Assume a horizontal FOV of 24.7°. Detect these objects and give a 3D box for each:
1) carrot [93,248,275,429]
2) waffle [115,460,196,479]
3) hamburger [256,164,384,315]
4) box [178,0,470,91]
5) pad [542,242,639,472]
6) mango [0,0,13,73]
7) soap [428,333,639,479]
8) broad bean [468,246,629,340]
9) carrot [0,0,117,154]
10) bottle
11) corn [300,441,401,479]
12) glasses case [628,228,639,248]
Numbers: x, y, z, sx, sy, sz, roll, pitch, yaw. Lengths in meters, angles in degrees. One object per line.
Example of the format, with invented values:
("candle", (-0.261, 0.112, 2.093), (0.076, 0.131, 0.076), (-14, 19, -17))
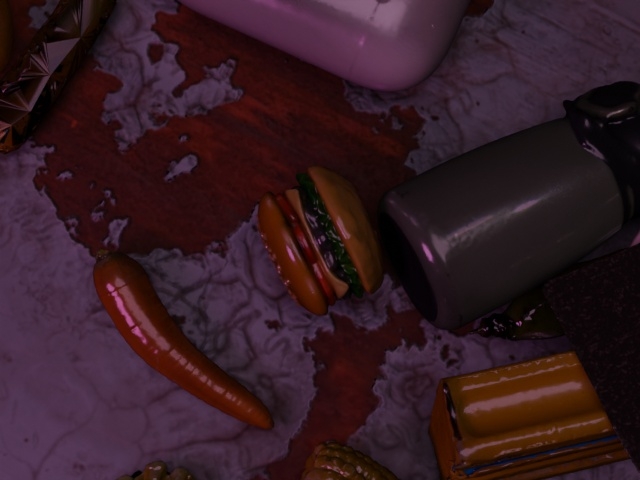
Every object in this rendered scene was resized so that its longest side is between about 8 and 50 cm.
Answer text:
("carrot", (-0.160, 0.118, 1.590), (0.271, 0.066, 0.062), (50, 126, 2))
("waffle", (-0.184, 0.348, 1.554), (0.214, 0.054, 0.208), (-38, 82, -13))
("hamburger", (0.000, 0.000, 1.565), (0.115, 0.162, 0.162), (-25, 84, -1))
("box", (0.010, -0.341, 1.618), (0.349, 0.141, 0.289), (24, 81, 2))
("pad", (0.413, 0.076, 1.459), (0.330, 0.004, 0.220), (-21, 68, -9))
("mango", (-0.439, -0.271, 1.606), (0.157, 0.109, 0.262), (-39, 79, 2))
("soap", (0.274, 0.177, 1.527), (0.324, 0.204, 0.096), (-12, 70, -6))
("broad bean", (0.320, 0.053, 1.615), (0.338, 0.061, 0.077), (-15, 69, -5))
("carrot", (-0.303, -0.199, 1.622), (0.069, 0.069, 0.229), (33, 81, 2))
("bottle", (0.241, -0.048, 1.577), (0.347, 0.168, 0.168), (-27, 84, -11))
("corn", (0.111, 0.349, 1.532), (0.344, 0.131, 0.131), (36, 82, 2))
("glasses case", (0.399, -0.017, 1.580), (0.204, 0.081, 0.051), (-24, 55, -40))
